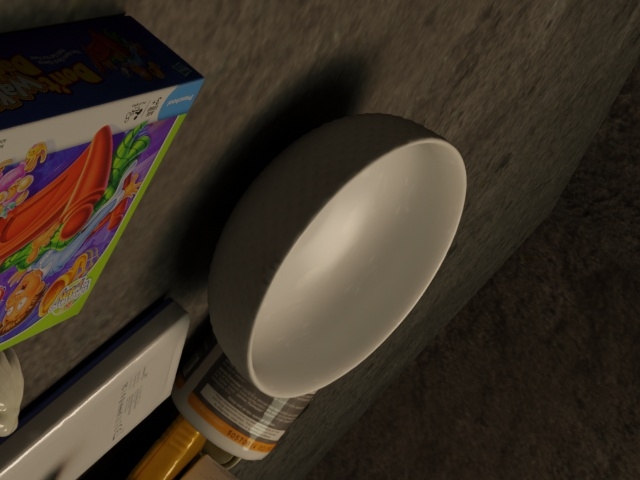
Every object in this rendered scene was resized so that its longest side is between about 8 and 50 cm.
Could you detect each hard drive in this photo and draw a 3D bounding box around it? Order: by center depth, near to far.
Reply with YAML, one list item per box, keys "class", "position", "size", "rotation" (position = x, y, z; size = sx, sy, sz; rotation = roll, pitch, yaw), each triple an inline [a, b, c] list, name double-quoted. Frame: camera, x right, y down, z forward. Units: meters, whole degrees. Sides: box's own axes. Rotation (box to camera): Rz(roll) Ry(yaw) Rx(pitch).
- class: "hard drive"
  position: [-0.278, 0.215, 1.338]
  size: [0.319, 0.040, 0.210]
  rotation: [-41, 165, -33]

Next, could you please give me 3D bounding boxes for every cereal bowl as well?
- class: "cereal bowl"
  position: [0.000, 0.000, 1.356]
  size: [0.339, 0.141, 0.339]
  rotation: [-37, 149, -28]

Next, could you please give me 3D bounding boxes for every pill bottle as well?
- class: "pill bottle"
  position: [-0.054, 0.132, 1.579]
  size: [0.278, 0.162, 0.162]
  rotation: [-51, 167, 8]

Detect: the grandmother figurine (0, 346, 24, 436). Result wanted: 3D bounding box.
- class: "grandmother figurine"
  position: [-0.362, 0.207, 0.947]
  size: [0.342, 0.104, 0.208]
  rotation: [-49, -165, -15]

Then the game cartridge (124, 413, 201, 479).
- class: "game cartridge"
  position: [-0.268, 0.378, 1.692]
  size: [0.323, 0.053, 0.285]
  rotation: [-53, 176, -21]

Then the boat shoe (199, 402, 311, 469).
- class: "boat shoe"
  position: [-0.067, 0.214, 1.837]
  size: [0.113, 0.127, 0.340]
  rotation: [-33, 160, -54]

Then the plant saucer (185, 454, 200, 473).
- class: "plant saucer"
  position: [-0.233, 0.401, 1.957]
  size: [0.188, 0.045, 0.188]
  rotation: [-44, 167, 11]

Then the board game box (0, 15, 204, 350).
- class: "board game box"
  position: [-0.242, -0.007, 0.759]
  size: [0.347, 0.078, 0.233]
  rotation: [-29, 155, -57]

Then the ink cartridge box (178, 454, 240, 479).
- class: "ink cartridge box"
  position: [-0.211, 0.453, 1.690]
  size: [0.223, 0.129, 0.307]
  rotation: [-54, 175, 10]
